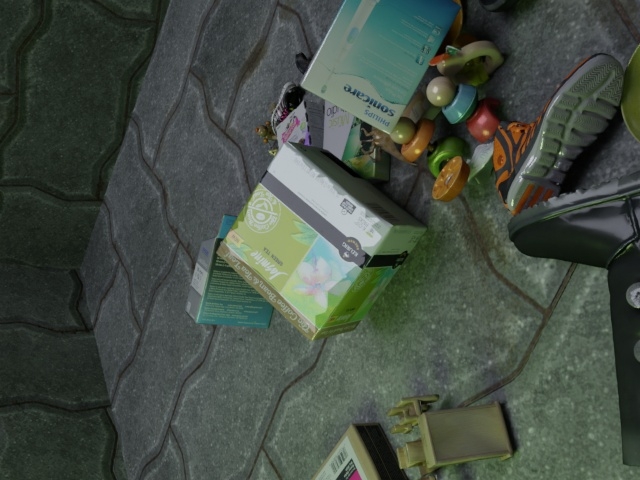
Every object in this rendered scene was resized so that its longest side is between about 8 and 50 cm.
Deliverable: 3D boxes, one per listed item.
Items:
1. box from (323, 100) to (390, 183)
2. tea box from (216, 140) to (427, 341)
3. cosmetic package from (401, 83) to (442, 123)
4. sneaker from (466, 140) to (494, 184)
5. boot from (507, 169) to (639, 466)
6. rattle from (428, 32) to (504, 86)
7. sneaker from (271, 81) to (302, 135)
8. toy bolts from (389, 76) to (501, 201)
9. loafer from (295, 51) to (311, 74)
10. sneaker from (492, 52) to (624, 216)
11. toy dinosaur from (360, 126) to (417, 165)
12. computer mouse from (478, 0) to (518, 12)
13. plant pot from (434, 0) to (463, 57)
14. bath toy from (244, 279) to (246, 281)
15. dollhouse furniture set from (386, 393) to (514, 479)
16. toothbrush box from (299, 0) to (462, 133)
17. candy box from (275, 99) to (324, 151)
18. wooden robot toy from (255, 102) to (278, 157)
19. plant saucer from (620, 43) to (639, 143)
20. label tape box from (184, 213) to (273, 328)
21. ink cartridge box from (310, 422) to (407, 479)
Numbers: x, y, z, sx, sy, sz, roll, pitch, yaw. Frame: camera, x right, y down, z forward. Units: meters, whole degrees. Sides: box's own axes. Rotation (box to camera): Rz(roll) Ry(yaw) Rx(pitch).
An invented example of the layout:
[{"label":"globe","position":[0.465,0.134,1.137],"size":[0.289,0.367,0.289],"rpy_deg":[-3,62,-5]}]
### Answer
[{"label":"box","position":[0.093,-0.297,1.893],"size":[0.232,0.058,0.322],"rpy_deg":[-9,77,55]},{"label":"tea box","position":[0.000,0.000,1.676],"size":[0.329,0.220,0.323],"rpy_deg":[40,108,22]},{"label":"cosmetic package","position":[0.235,-0.300,1.693],"size":[0.115,0.041,0.060],"rpy_deg":[-52,44,37]},{"label":"sneaker","position":[0.347,-0.180,1.490],"size":[0.152,0.054,0.061],"rpy_deg":[-46,45,43]},{"label":"boot","position":[0.483,0.135,1.160],"size":[0.367,0.146,0.445],"rpy_deg":[-27,66,54]},{"label":"rattle","position":[0.277,-0.401,1.497],"size":[0.130,0.200,0.142],"rpy_deg":[-24,70,50]},{"label":"sneaker","position":[-0.098,-0.393,2.193],"size":[0.075,0.063,0.170],"rpy_deg":[31,105,61]},{"label":"toy bolts","position":[0.246,-0.220,1.500],"size":[0.228,0.158,0.218],"rpy_deg":[-52,17,35]},{"label":"loafer","position":[-0.024,-0.498,2.120],"size":[0.061,0.062,0.170],"rpy_deg":[-38,54,19]},{"label":"sneaker","position":[0.404,-0.210,1.322],"size":[0.321,0.125,0.180],"rpy_deg":[-61,23,25]},{"label":"toy dinosaur","position":[0.148,-0.232,1.737],"size":[0.092,0.053,0.183],"rpy_deg":[-38,66,17]},{"label":"computer mouse","position":[0.379,-0.571,1.514],"size":[0.188,0.072,0.272],"rpy_deg":[-50,33,42]},{"label":"plant pot","position":[0.194,-0.502,1.676],"size":[0.188,0.205,0.205],"rpy_deg":[-160,80,-71]},{"label":"bath toy","position":[-0.075,0.026,1.921],"size":[0.348,0.151,0.129],"rpy_deg":[-36,54,25]},{"label":"dollhouse furniture set","position":[0.257,0.417,1.473],"size":[0.242,0.161,0.212],"rpy_deg":[113,151,-61]},{"label":"toothbrush box","position":[0.117,-0.402,1.509],"size":[0.295,0.216,0.126],"rpy_deg":[-62,8,10]},{"label":"candy box","position":[-0.051,-0.276,2.092],"size":[0.165,0.070,0.196],"rpy_deg":[-35,56,48]},{"label":"wooden robot toy","position":[-0.162,-0.348,2.268],"size":[0.076,0.079,0.173],"rpy_deg":[6,89,57]},{"label":"plant saucer","position":[0.592,-0.250,1.148],"size":[0.241,0.037,0.241],"rpy_deg":[-17,70,55]},{"label":"label tape box","position":[-0.238,0.083,2.153],"size":[0.106,0.241,0.333],"rpy_deg":[33,110,56]},{"label":"ink cartridge box","position":[0.089,0.574,1.698],"size":[0.234,0.088,0.193],"rpy_deg":[-61,38,28]}]
